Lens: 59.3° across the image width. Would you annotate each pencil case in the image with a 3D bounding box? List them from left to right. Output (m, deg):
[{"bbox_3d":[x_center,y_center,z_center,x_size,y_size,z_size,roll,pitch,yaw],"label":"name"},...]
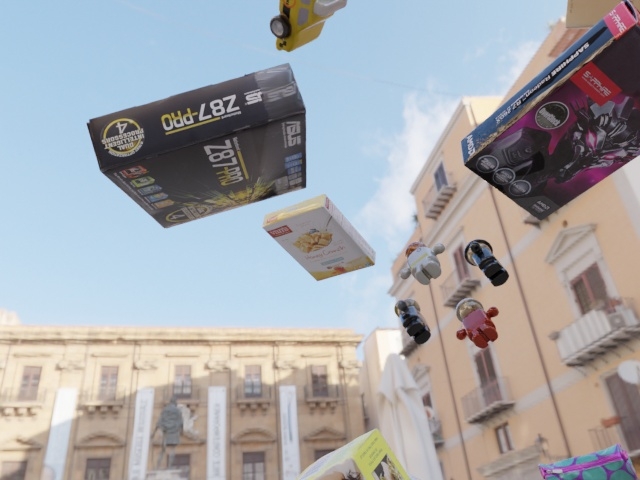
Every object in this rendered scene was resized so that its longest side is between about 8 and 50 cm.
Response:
[{"bbox_3d":[0.469,0.408,0.991,0.152,0.064,0.070,-25,-53,19],"label":"pencil case"}]

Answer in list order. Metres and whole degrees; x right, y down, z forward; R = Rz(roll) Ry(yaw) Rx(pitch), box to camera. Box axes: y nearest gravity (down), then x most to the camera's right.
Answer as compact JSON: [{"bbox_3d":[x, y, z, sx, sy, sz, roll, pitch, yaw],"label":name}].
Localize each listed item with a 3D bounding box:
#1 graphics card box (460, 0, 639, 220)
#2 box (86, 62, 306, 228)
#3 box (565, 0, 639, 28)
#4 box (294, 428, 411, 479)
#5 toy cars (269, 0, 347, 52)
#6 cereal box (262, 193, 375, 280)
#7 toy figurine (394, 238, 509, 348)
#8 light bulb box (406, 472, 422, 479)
[{"bbox_3d":[0.474,-0.216,1.038,0.233,0.094,0.371,30,-48,-22],"label":"graphics card box"},{"bbox_3d":[-0.187,-0.146,1.014,0.319,0.097,0.395,-19,-11,-6],"label":"box"},{"bbox_3d":[0.808,-0.625,1.439,0.121,0.147,0.311,-16,21,-34],"label":"box"},{"bbox_3d":[0.070,0.274,0.440,0.087,0.232,0.058,-40,-11,26],"label":"box"},{"bbox_3d":[0.042,-0.461,0.843,0.393,0.087,0.176,-60,-19,9],"label":"toy cars"},{"bbox_3d":[0.000,0.000,1.339,0.173,0.047,0.240,-18,-45,29],"label":"cereal box"},{"bbox_3d":[0.259,0.100,1.140,0.210,0.148,0.212,1,-70,-2],"label":"toy figurine"},{"bbox_3d":[0.274,0.795,1.263,0.361,0.357,0.225,20,9,21],"label":"light bulb box"}]
